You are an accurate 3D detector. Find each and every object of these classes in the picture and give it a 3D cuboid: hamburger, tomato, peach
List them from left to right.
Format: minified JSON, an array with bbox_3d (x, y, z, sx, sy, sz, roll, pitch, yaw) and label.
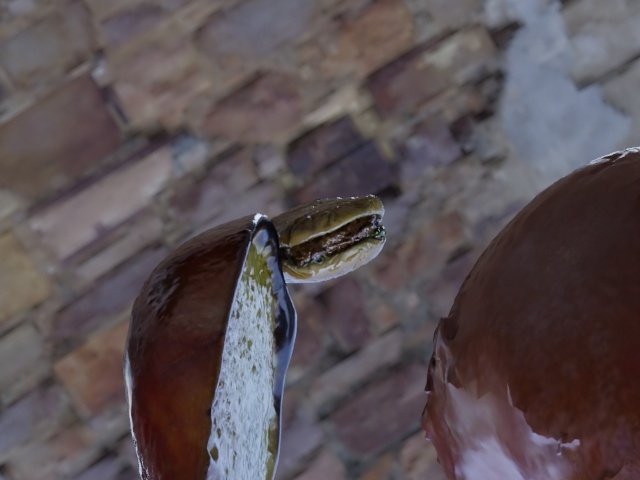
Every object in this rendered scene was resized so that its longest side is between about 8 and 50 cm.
[{"bbox_3d":[-0.063,0.098,0.941,0.068,0.189,0.279,-2,-152,10],"label":"peach"},{"bbox_3d":[0.000,0.000,1.073,0.076,0.044,0.083,-19,-169,-20],"label":"hamburger"},{"bbox_3d":[0.148,0.063,0.681,0.184,0.208,0.208,-29,-167,-20],"label":"tomato"}]
